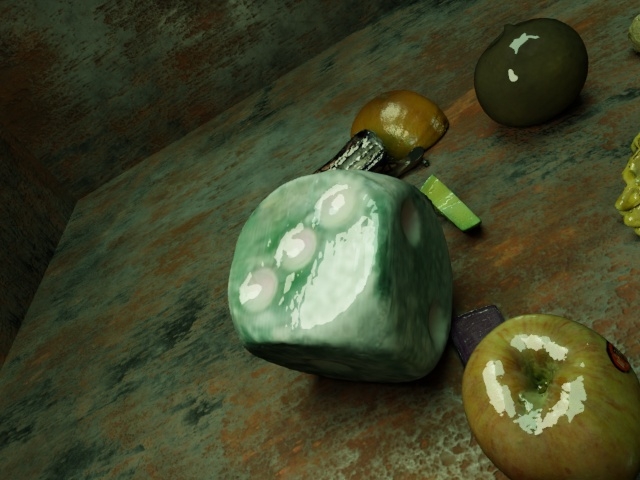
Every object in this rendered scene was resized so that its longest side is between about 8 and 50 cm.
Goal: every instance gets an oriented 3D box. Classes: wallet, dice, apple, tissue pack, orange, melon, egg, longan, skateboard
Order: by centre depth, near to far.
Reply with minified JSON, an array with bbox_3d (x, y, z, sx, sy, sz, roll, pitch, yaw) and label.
[{"bbox_3d":[0.333,0.237,0.742,0.260,0.194,0.261,-23,36,18],"label":"apple"},{"bbox_3d":[0.309,0.194,0.964,0.111,0.030,0.166,-28,33,10],"label":"wallet"},{"bbox_3d":[0.050,0.075,0.990,0.328,0.330,0.348,-7,61,32],"label":"dice"},{"bbox_3d":[0.316,-0.081,1.236,0.064,0.118,0.209,-43,20,11],"label":"melon"},{"bbox_3d":[0.547,-0.439,1.344,0.297,0.297,0.297,-22,35,17],"label":"longan"},{"bbox_3d":[0.885,-0.556,1.353,0.118,0.116,0.140,-52,22,23],"label":"egg"},{"bbox_3d":[0.051,-0.187,1.511,0.332,0.123,0.245,-41,9,14],"label":"tissue pack"},{"bbox_3d":[0.240,-0.230,1.517,0.151,0.080,0.067,-30,39,9],"label":"skateboard"},{"bbox_3d":[0.250,-0.363,1.673,0.310,0.274,0.274,23,58,16],"label":"orange"}]

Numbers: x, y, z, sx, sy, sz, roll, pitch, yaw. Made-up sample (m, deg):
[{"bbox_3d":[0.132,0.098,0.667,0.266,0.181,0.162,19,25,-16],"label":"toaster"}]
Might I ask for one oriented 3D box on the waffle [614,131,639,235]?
[{"bbox_3d":[0.712,-0.165,0.903,0.382,0.095,0.379,-64,18,-19],"label":"waffle"}]
